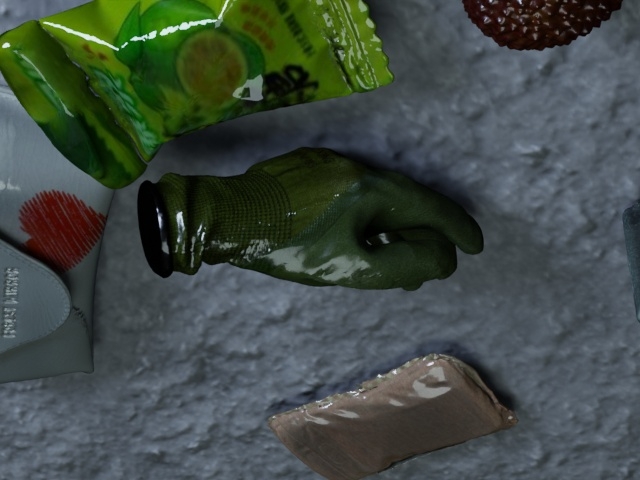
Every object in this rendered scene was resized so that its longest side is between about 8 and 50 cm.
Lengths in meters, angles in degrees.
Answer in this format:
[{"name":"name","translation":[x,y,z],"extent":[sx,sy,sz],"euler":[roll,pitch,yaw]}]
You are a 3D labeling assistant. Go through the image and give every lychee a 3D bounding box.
[{"name":"lychee","translation":[0.133,-0.176,0.822],"extent":[0.129,0.123,0.123],"euler":[-32,134,-7]}]

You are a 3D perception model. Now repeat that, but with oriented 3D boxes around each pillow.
[{"name":"pillow","translation":[0.062,0.165,1.250],"extent":[0.211,0.034,0.135],"euler":[-22,136,25]}]

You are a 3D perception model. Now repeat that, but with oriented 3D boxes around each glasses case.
[{"name":"glasses case","translation":[-0.230,0.024,1.069],"extent":[0.128,0.083,0.308],"euler":[10,137,-7]}]

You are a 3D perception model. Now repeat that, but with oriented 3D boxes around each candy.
[{"name":"candy","translation":[-0.079,-0.124,0.917],"extent":[0.246,0.069,0.149],"euler":[-16,130,22]}]

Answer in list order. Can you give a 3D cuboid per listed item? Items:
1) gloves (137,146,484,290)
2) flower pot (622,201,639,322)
[{"name":"gloves","translation":[0.000,-0.012,1.000],"extent":[0.268,0.135,0.107],"euler":[7,118,-27]},{"name":"flower pot","translation":[0.317,0.063,1.076],"extent":[0.103,0.108,0.229],"euler":[-17,135,19]}]
